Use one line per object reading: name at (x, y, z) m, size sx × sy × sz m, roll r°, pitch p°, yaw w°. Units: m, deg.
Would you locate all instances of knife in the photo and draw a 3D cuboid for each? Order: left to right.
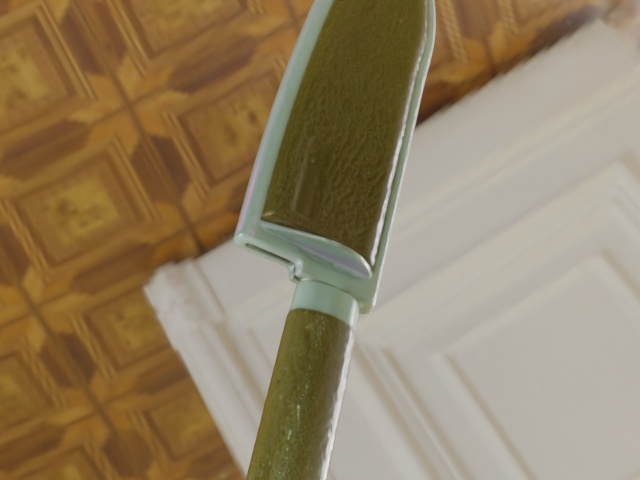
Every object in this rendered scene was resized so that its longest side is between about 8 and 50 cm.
knife at (-0.001, 0.000, 0.608) m, size 0.061 × 0.343 × 0.027 m, roll 26°, pitch 148°, yaw -19°
